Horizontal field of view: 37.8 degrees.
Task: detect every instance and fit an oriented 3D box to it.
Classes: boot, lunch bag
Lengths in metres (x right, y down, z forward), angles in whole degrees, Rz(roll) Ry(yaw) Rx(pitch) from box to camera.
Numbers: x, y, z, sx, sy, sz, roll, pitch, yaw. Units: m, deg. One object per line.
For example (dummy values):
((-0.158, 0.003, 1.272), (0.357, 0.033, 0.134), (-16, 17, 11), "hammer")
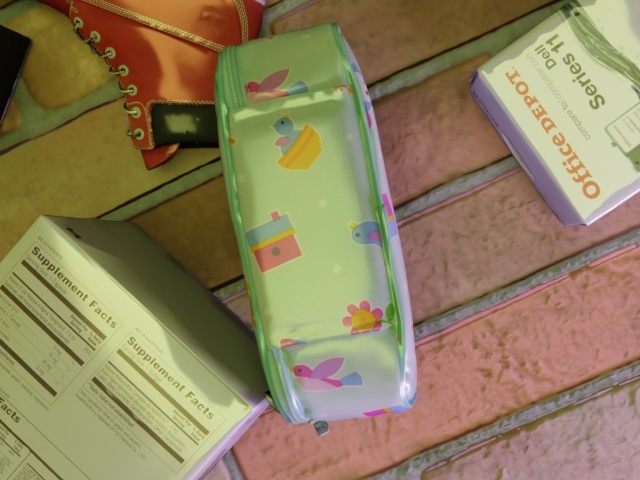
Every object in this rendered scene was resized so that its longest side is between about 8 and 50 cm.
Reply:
((-0.177, -0.154, 0.769), (0.244, 0.088, 0.176), (11, 94, 1), "boot")
((0.000, 0.000, 0.692), (0.107, 0.224, 0.279), (-10, 85, 2), "lunch bag")

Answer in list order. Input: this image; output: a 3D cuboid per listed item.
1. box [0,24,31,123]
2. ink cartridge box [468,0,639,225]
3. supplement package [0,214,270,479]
((-0.344, -0.150, 0.719), (0.153, 0.207, 0.108), (22, 93, 5), "box")
((0.243, -0.127, 0.732), (0.208, 0.087, 0.153), (-36, 88, 5), "ink cartridge box")
((-0.187, 0.143, 0.714), (0.198, 0.199, 0.263), (42, 94, 5), "supplement package")
